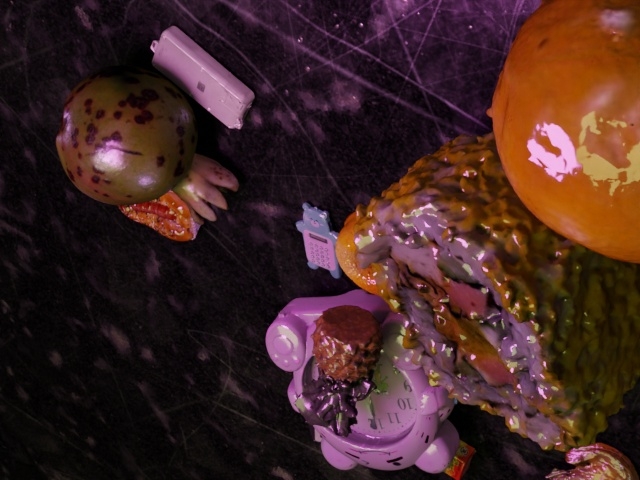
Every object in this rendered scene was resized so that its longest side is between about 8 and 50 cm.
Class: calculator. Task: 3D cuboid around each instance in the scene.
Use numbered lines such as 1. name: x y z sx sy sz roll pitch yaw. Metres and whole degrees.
1. calculator: 0.000 0.000 1.956 0.094 0.019 0.141 21 137 31

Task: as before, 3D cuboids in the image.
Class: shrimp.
1. shrimp: 0.389 0.386 1.927 0.262 0.066 0.117 -19 97 34

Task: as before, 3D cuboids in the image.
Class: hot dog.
1. hot dog: -0.293 -0.058 2.140 0.191 0.059 0.108 20 132 31

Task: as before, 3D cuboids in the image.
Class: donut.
1. donut: 0.088 0.024 1.870 0.151 0.058 0.152 23 138 22

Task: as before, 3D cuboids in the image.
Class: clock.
1. clock: 0.083 0.241 1.984 0.295 0.113 0.322 -4 117 28

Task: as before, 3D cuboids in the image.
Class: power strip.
1. power strip: -0.185 -0.254 1.876 0.192 0.035 0.081 40 141 6

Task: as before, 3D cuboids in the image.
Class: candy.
1. candy: 0.206 0.362 2.087 0.122 0.038 0.062 30 140 18

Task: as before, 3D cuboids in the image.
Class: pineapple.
1. pineapple: 0.030 0.208 1.857 0.119 0.111 0.237 44 142 36

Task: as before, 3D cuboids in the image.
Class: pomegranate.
1. pomegranate: -0.274 -0.141 1.910 0.306 0.242 0.242 35 142 -2

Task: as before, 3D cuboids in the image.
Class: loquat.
1. loquat: 0.346 -0.134 1.276 0.328 0.328 0.329 24 138 24

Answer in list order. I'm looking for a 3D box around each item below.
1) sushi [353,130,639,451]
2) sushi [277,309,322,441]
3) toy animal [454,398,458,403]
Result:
1. sushi: 0.236 0.059 1.573 0.351 0.240 0.397 20 145 46
2. sushi: 0.041 0.229 2.097 0.192 0.043 0.280 -4 116 29
3. toy animal: 0.281 0.214 1.833 0.208 0.103 0.100 -8 110 50
